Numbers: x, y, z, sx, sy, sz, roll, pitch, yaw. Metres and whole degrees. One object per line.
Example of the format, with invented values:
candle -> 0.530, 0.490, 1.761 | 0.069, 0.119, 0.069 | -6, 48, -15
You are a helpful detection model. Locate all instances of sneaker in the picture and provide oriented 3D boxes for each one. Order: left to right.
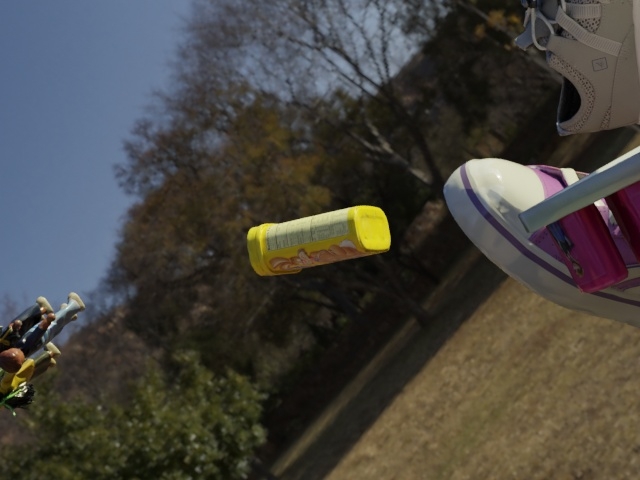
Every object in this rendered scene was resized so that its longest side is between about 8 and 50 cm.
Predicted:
sneaker -> 0.214, -0.200, 0.752 | 0.115, 0.281, 0.105 | -22, 30, 12
sneaker -> 0.229, -0.023, 0.582 | 0.161, 0.282, 0.102 | -58, 21, 33

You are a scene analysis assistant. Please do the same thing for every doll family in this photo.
doll family -> -0.320, 0.124, 0.941 | 0.111, 0.076, 0.193 | -42, -15, -53

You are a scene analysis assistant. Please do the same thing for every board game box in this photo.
board game box -> 0.330, -0.117, 0.361 | 0.390, 0.050, 0.390 | -25, -4, -38

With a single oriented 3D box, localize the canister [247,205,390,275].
canister -> 0.000, 0.000, 1.273 | 0.170, 0.073, 0.126 | -12, -5, 26
